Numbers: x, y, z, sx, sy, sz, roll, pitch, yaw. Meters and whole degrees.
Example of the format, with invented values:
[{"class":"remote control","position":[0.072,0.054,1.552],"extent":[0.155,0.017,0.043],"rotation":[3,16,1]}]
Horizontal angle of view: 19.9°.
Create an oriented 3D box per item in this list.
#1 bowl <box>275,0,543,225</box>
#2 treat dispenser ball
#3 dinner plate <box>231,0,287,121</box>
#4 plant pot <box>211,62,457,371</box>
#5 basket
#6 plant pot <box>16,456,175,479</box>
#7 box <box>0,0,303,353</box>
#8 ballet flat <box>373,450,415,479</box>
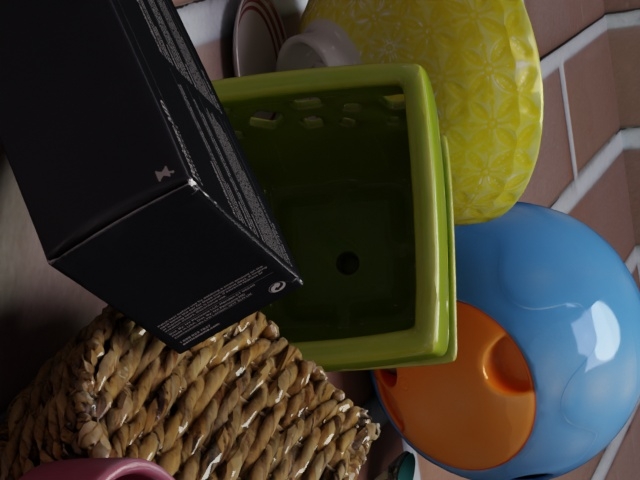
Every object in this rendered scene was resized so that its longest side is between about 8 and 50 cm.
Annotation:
[{"class":"bowl","position":[0.054,-0.140,1.636],"extent":[0.156,0.289,0.289],"rotation":[-13,100,-28]},{"class":"treat dispenser ball","position":[0.189,0.104,1.853],"extent":[0.288,0.288,0.288],"rotation":[-5,90,-71]},{"class":"dinner plate","position":[-0.055,-0.157,1.640],"extent":[0.141,0.017,0.141],"rotation":[-5,90,-70]},{"class":"plant pot","position":[0.000,0.000,1.459],"extent":[0.207,0.227,0.228],"rotation":[37,50,-72]},{"class":"basket","position":[-0.127,0.179,1.204],"extent":[0.213,0.223,0.299],"rotation":[42,24,-4]},{"class":"plant pot","position":[-0.172,0.217,0.964],"extent":[0.201,0.180,0.201],"rotation":[-5,90,-70]},{"class":"box","position":[-0.130,-0.083,1.138],"extent":[0.261,0.103,0.184],"rotation":[64,7,28]},{"class":"ballet flat","position":[0.069,0.256,1.844],"extent":[0.114,0.041,0.041],"rotation":[-73,150,-50]}]
